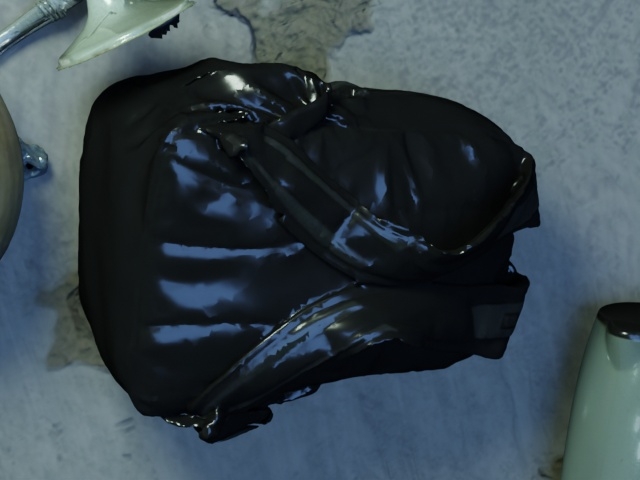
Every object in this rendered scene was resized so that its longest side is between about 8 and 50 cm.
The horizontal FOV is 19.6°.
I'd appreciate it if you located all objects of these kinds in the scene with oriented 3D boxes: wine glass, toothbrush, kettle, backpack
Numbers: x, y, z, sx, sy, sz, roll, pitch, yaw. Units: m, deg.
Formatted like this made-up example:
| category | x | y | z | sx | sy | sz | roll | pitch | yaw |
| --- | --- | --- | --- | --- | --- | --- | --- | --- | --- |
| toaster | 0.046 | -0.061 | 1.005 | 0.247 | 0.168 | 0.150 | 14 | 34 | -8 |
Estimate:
| category | x | y | z | sx | sy | sz | roll | pitch | yaw |
| --- | --- | --- | --- | --- | --- | --- | --- | --- | --- |
| wine glass | -0.234 | -0.311 | 1.613 | 0.143 | 0.143 | 0.321 | -28 | 102 | -13 |
| toothbrush | -0.207 | -0.248 | 1.720 | 0.413 | 0.042 | 0.035 | -39 | 116 | -10 |
| kettle | 0.368 | 0.183 | 2.030 | 0.221 | 0.161 | 0.236 | -9 | 109 | -49 |
| backpack | 0.000 | 0.000 | 1.765 | 0.445 | 0.255 | 0.363 | -6 | 114 | -24 |

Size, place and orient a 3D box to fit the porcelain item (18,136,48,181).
| category | x | y | z | sx | sy | sz | roll | pitch | yaw |
| --- | --- | --- | --- | --- | --- | --- | --- | --- | --- |
| porcelain item | -0.290 | -0.084 | 1.739 | 0.083 | 0.028 | 0.036 | 34 | 108 | -28 |

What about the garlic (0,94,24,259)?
| category | x | y | z | sx | sy | sz | roll | pitch | yaw |
| --- | --- | --- | --- | --- | --- | --- | --- | --- | --- |
| garlic | -0.397 | -0.060 | 1.618 | 0.279 | 0.132 | 0.325 | 25 | 106 | -10 |
